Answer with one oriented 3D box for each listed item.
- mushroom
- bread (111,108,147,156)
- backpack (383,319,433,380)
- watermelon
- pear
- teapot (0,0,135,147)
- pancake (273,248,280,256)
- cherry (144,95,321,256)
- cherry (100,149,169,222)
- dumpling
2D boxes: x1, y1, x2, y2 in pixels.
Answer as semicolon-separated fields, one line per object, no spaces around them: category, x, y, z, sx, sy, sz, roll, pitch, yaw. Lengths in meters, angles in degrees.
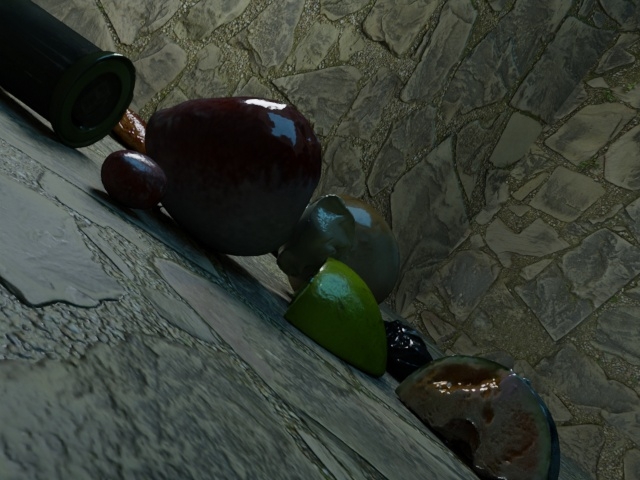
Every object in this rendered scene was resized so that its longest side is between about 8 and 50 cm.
mushroom;0.027;0.039;1.678;0.292;0.293;0.290;37;-22;-18
bread;-0.525;-0.298;2.047;0.269;0.095;0.139;42;10;15
backpack;0.190;0.251;1.578;0.120;0.106;0.165;41;-4;-33
watermelon;0.315;0.315;1.236;0.188;0.175;0.322;34;4;-47
pear;0.060;0.153;1.365;0.239;0.139;0.288;46;3;-1
teapot;-0.546;-0.337;1.362;0.337;0.200;0.270;36;-24;11
pancake;-0.045;0.073;2.267;0.382;0.071;0.382;37;1;-1
cherry;-0.164;-0.122;1.358;0.327;0.334;0.292;90;-1;-48
cherry;-0.291;-0.083;1.176;0.106;0.090;0.225;21;-14;22
dumpling;0.002;0.000;1.469;0.155;0.181;0.111;36;41;-26
